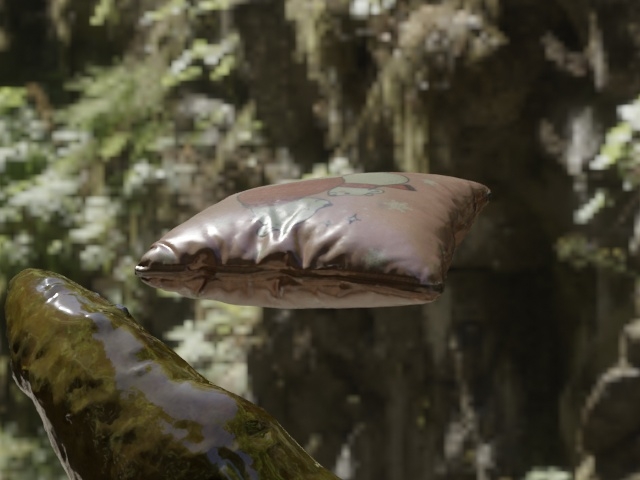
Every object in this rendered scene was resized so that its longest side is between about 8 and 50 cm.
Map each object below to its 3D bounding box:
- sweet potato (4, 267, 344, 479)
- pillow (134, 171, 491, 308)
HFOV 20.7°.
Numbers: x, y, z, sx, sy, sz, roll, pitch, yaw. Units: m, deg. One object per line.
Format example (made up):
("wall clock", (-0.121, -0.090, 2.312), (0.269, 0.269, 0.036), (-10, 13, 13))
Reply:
("sweet potato", (-0.007, 0.155, 0.754), (0.423, 0.130, 0.130), (44, 12, 13))
("pillow", (0.000, 0.000, 1.308), (0.236, 0.084, 0.223), (0, 16, 18))
